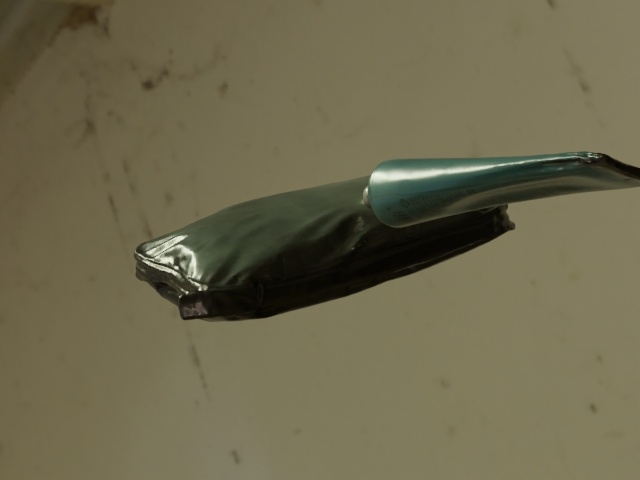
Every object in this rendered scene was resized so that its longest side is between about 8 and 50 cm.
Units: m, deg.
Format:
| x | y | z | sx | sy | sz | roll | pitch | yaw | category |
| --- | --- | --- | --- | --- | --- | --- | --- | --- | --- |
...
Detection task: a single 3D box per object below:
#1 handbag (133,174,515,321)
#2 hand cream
| x | y | z | sx | sy | sz | roll | pitch | yaw | category |
| --- | --- | --- | --- | --- | --- | --- | --- | --- | --- |
| -0.003 | 0.001 | 1.287 | 0.332 | 0.191 | 0.075 | -15 | -70 | -27 | handbag |
| 0.114 | -0.038 | 0.960 | 0.224 | 0.048 | 0.083 | -4 | -11 | 44 | hand cream |
